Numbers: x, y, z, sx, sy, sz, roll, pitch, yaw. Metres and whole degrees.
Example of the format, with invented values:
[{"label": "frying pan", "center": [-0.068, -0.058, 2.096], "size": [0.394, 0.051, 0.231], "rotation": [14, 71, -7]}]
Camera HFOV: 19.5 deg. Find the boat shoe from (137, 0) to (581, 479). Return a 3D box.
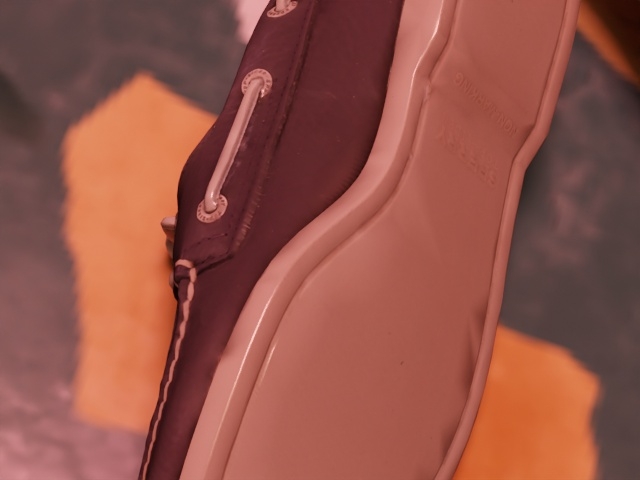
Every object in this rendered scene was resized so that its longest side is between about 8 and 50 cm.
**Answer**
[{"label": "boat shoe", "center": [0.000, 0.000, 0.425], "size": [0.065, 0.075, 0.206], "rotation": [1, 59, 40]}]
